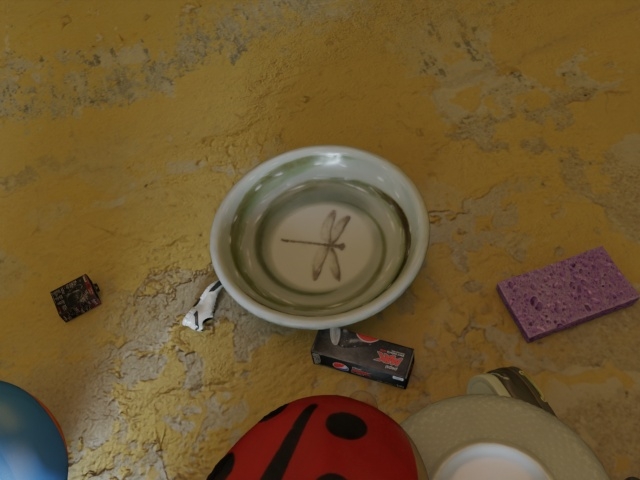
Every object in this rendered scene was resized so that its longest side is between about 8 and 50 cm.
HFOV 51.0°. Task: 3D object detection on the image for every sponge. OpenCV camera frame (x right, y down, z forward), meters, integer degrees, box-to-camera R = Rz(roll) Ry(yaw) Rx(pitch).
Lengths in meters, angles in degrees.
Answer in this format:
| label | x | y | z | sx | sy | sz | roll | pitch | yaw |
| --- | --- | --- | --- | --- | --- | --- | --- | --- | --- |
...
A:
| label | x | y | z | sx | sy | sz | roll | pitch | yaw |
| --- | --- | --- | --- | --- | --- | --- | --- | --- | --- |
| sponge | 0.430 | 0.092 | 1.176 | 0.210 | 0.031 | 0.117 | -19 | 57 | -5 |

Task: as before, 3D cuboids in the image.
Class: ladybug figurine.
| label | x | y | z | sx | sy | sz | roll | pitch | yaw |
| --- | --- | --- | --- | --- | --- | --- | --- | --- | --- |
| ladybug figurine | -0.042 | 0.342 | 0.738 | 0.305 | 0.161 | 0.449 | -3 | 42 | 32 |

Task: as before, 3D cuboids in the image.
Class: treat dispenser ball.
| label | x | y | z | sx | sy | sz | roll | pitch | yaw |
| --- | --- | --- | --- | --- | --- | --- | --- | --- | --- |
| treat dispenser ball | -0.522 | 0.346 | 0.984 | 0.289 | 0.288 | 0.288 | -3 | 57 | 5 |

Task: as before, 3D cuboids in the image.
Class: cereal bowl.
| label | x | y | z | sx | sy | sz | roll | pitch | yaw |
| --- | --- | --- | --- | --- | --- | --- | --- | --- | --- |
| cereal bowl | 0.211 | 0.346 | 0.842 | 0.339 | 0.141 | 0.338 | -4 | 58 | 6 |

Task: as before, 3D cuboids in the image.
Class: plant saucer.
| label | x | y | z | sx | sy | sz | roll | pitch | yaw |
| --- | --- | --- | --- | --- | --- | --- | --- | --- | --- |
| plant saucer | 0.000 | 0.000 | 1.252 | 0.401 | 0.100 | 0.400 | -3 | 56 | 5 |

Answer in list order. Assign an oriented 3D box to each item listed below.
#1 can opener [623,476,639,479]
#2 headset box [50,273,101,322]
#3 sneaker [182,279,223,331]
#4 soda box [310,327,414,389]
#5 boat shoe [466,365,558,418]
| label | x | y | z | sx | sy | sz | roll | pitch | yaw |
| --- | --- | --- | --- | --- | --- | --- | --- | --- | --- |
| can opener | 0.439 | 0.466 | 0.893 | 0.076 | 0.095 | 0.283 | -6 | 56 | 4 |
| headset box | -0.464 | 0.108 | 1.284 | 0.083 | 0.032 | 0.062 | -29 | 59 | -12 |
| sneaker | -0.208 | 0.121 | 1.243 | 0.044 | 0.040 | 0.109 | 31 | 69 | 6 |
| soda box | 0.072 | 0.196 | 1.143 | 0.169 | 0.053 | 0.060 | 13 | 60 | 15 |
| boat shoe | 0.335 | 0.324 | 0.992 | 0.091 | 0.109 | 0.304 | -13 | 60 | -31 |
